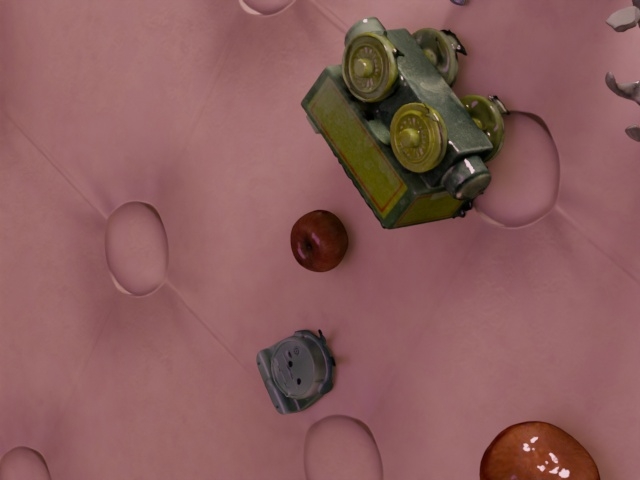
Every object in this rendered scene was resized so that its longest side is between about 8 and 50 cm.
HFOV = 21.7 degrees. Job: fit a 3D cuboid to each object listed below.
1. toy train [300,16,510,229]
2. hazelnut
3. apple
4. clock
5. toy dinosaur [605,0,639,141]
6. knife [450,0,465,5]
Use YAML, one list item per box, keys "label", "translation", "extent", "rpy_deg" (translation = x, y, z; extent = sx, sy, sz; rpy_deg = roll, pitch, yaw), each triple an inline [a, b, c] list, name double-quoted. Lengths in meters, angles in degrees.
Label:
- label: "toy train"
  translation: [0.106, -0.147, 2.082]
  extent: [0.272, 0.159, 0.188]
  rpy_deg: [57, 132, 22]
- label: "hazelnut"
  translation: [0.263, 0.295, 2.004]
  extent: [0.150, 0.150, 0.150]
  rpy_deg: [4, 96, 41]
- label: "apple"
  translation: [0.000, 0.000, 2.244]
  extent: [0.084, 0.071, 0.084]
  rpy_deg: [13, 110, 39]
- label: "clock"
  translation: [-0.024, 0.172, 2.297]
  extent: [0.135, 0.041, 0.101]
  rpy_deg: [-38, 69, 37]
- label: "toy dinosaur"
  translation: [0.381, -0.247, 1.826]
  extent: [0.092, 0.205, 0.393]
  rpy_deg: [8, 74, 49]
- label: "knife"
  translation: [0.225, -0.368, 2.047]
  extent: [0.210, 0.015, 0.028]
  rpy_deg: [-50, 57, 31]
